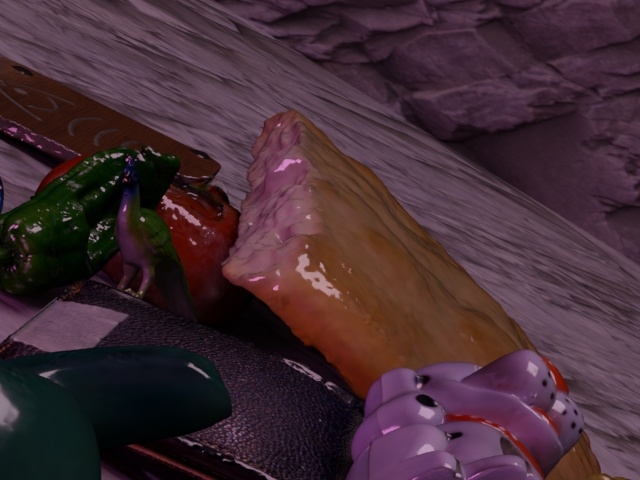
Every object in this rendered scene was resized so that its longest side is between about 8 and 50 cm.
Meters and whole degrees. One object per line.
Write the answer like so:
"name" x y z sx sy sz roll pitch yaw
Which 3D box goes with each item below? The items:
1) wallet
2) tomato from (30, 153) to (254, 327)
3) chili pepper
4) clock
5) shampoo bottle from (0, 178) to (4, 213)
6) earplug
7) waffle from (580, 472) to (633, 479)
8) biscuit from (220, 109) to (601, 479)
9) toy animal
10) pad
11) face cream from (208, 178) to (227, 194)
"wallet" -0.093 0.123 1.271 0.262 0.071 0.221 28 17 2
"tomato" -0.141 -0.020 1.607 0.228 0.101 0.228 27 13 -6
"chili pepper" -0.194 -0.016 1.416 0.074 0.100 0.257 17 25 16
"clock" 0.089 0.164 1.174 0.189 0.189 0.254 29 24 -10
"shampoo bottle" -0.341 -0.065 1.416 0.183 0.050 0.087 24 18 -28
"earplug" -0.156 0.135 0.867 0.257 0.164 0.280 35 22 -41
"waffle" 0.291 0.304 1.257 0.324 0.151 0.261 35 18 32
"biscuit" 0.091 0.076 1.580 0.446 0.104 0.429 45 12 -5
"toy animal" -0.133 0.036 1.420 0.041 0.075 0.217 8 -42 29
"pad" -0.250 -0.118 1.868 0.284 0.018 0.286 26 12 1
"face cream" -0.141 -0.060 1.929 0.038 0.020 0.115 37 15 27
